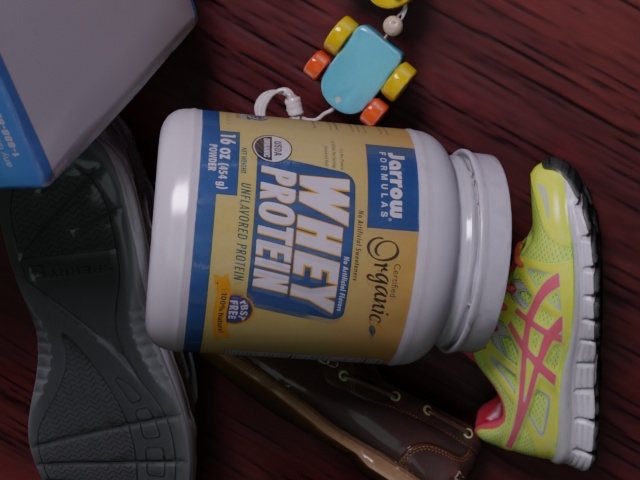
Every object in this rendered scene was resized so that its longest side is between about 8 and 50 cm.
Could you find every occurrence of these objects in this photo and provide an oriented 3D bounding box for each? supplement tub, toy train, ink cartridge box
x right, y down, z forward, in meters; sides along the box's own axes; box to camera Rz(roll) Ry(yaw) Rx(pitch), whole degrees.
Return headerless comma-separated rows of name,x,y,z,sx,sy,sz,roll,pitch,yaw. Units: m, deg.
supplement tub,0.000,0.000,0.652,0.199,0.144,0.144,4,109,-8
toy train,0.005,-0.152,0.680,0.125,0.046,0.166,2,104,15
ink cartridge box,-0.251,-0.157,0.614,0.270,0.197,0.198,-1,126,24

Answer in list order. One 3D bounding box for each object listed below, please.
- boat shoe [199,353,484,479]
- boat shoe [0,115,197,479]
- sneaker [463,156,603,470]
boat shoe,0.015,0.107,0.747,0.207,0.073,0.073,34,74,-2
boat shoe,-0.143,0.070,0.761,0.118,0.103,0.321,-4,109,13
sneaker,0.131,0.050,0.689,0.094,0.081,0.209,2,107,16
